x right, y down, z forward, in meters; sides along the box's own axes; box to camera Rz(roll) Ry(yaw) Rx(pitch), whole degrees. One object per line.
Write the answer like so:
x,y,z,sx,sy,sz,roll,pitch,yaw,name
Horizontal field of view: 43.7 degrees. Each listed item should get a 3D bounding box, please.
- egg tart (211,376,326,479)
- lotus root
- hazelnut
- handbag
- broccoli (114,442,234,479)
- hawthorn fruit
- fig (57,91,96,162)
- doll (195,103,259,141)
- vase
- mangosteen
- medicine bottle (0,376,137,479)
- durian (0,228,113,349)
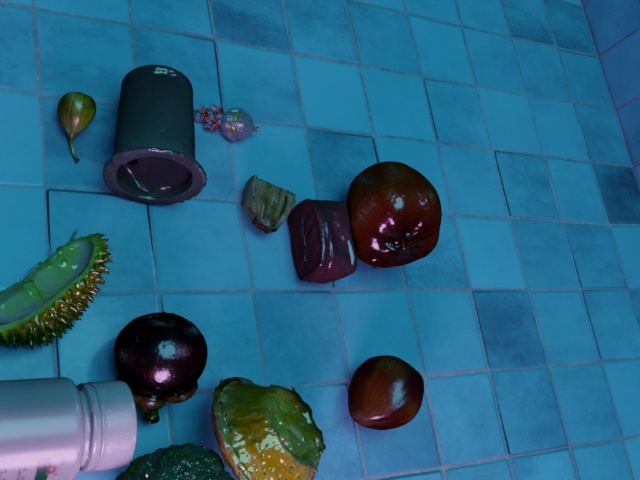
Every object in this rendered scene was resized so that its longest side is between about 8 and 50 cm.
-0.102,0.441,1.788,0.345,0.132,0.345,47,21,-24,egg tart
-0.149,-0.085,2.116,0.143,0.070,0.144,31,52,-25,lotus root
0.155,0.396,2.024,0.208,0.208,0.208,13,63,-28,hazelnut
0.000,0.000,2.125,0.135,0.146,0.225,3,70,-35,handbag
-0.303,0.550,1.655,0.270,0.270,0.270,0,103,-33,broccoli
0.200,-0.079,2.203,0.295,0.295,0.311,19,61,-25,hawthorn fruit
-0.587,-0.280,1.909,0.093,0.093,0.166,14,63,-27,fig
-0.249,-0.320,2.158,0.180,0.079,0.094,14,91,-20,doll
-0.394,-0.266,1.949,0.245,0.245,0.291,14,57,-27,vase
-0.356,0.281,1.752,0.211,0.211,0.250,7,96,-30,mangosteen
-0.550,0.374,1.564,0.340,0.208,0.208,3,68,-32,medicine bottle
-0.573,0.104,1.709,0.169,0.157,0.355,35,53,5,durian
